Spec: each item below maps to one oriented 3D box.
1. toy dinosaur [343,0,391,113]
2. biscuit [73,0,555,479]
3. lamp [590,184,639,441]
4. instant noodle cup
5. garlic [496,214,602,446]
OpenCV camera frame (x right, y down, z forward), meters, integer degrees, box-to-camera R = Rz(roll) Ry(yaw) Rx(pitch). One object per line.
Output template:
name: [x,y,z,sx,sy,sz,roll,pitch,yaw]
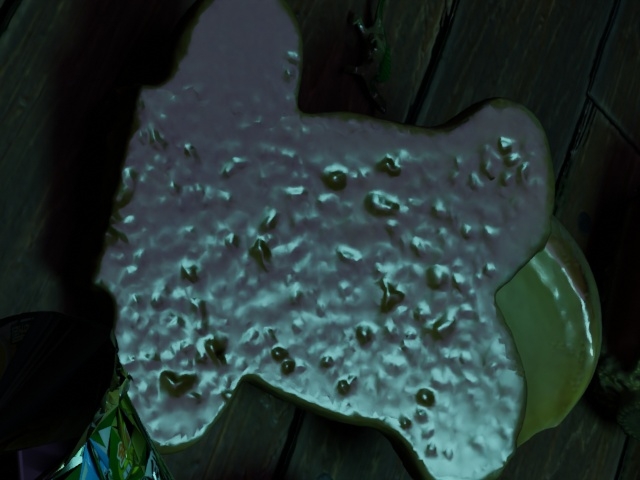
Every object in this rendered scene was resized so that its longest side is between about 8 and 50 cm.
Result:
toy dinosaur: [0.049,-0.173,1.742,0.060,0.029,0.119,43,47,-50]
biscuit: [0.000,0.000,1.551,0.394,0.076,0.368,11,83,-26]
lamp: [0.356,0.063,1.903,0.177,0.177,0.274,35,58,-36]
instant noodle cup: [-0.192,0.184,1.292,0.240,0.240,0.178,-57,131,-36]
garlic: [0.119,0.025,1.694,0.338,0.151,0.196,45,62,-26]
